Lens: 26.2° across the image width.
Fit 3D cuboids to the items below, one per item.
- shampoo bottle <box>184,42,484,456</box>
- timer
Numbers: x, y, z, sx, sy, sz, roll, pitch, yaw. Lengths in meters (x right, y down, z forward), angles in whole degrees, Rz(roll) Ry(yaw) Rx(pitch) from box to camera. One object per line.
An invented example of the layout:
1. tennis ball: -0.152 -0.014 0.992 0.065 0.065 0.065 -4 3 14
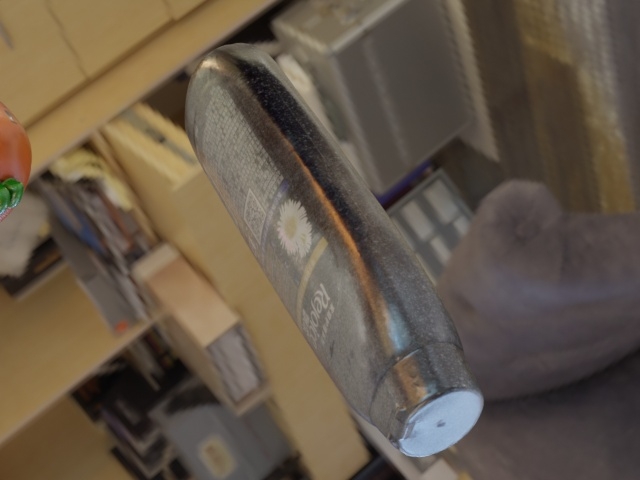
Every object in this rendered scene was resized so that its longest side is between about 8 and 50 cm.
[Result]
1. shampoo bottle: 0.000 0.000 0.640 0.233 0.049 0.087 56 150 40
2. timer: -0.309 -0.060 1.215 0.136 0.099 0.136 -11 76 52
